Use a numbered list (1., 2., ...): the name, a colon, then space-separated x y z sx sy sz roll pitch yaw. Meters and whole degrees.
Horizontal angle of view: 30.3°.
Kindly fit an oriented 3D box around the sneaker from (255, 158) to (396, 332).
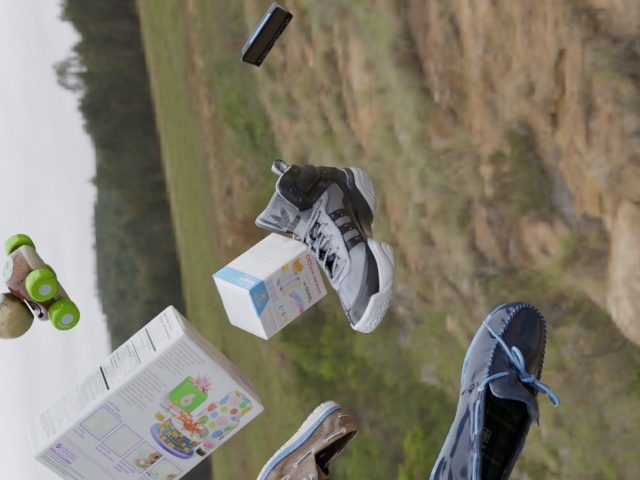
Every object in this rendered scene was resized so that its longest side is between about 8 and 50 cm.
1. sneaker: 0.000 0.000 1.498 0.268 0.153 0.101 -99 31 -44

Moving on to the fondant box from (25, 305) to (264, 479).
1. fondant box: -0.299 0.303 2.033 0.238 0.330 0.096 49 -176 -36

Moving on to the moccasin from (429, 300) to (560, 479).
1. moccasin: 0.264 0.238 1.648 0.117 0.138 0.342 -26 40 56

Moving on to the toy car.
1. toy car: -0.529 0.109 1.998 0.155 0.188 0.149 44 166 48

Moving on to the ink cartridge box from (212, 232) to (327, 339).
1. ink cartridge box: -0.067 0.060 1.737 0.090 0.143 0.092 19 137 47

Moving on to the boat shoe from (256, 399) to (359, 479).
1. boat shoe: -0.021 0.300 1.568 0.066 0.183 0.066 34 175 35

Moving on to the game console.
1. game console: -0.116 -0.401 2.261 0.122 0.071 0.107 -54 42 12
